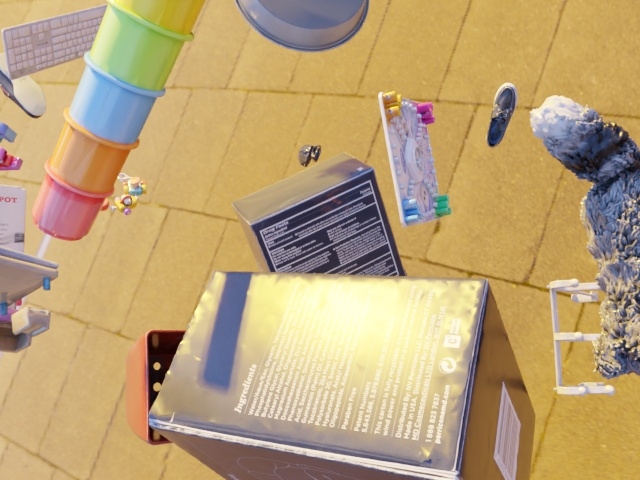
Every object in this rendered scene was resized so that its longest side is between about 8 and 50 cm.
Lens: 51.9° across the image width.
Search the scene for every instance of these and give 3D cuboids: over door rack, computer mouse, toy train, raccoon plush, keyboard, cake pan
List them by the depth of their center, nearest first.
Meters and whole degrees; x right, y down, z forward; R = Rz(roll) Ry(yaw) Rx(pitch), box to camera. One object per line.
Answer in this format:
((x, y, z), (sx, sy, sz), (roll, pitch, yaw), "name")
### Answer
((-0.382, -0.313, 1.010), (0.014, 0.256, 0.072), (23, 125, 14), "keyboard")
((0.447, 0.025, 1.049), (0.446, 0.216, 0.299), (33, 77, 2), "raccoon plush")
((-0.033, -0.522, 1.322), (0.054, 0.293, 0.293), (136, 143, -70), "cake pan")
((0.587, 0.215, 1.442), (0.108, 0.324, 0.239), (-6, 78, 31), "over door rack")
((-0.529, -0.128, 1.714), (0.125, 0.046, 0.166), (23, 47, 8), "toy train")
((-0.037, -0.262, 1.989), (0.071, 0.041, 0.242), (-66, 12, 0), "computer mouse")

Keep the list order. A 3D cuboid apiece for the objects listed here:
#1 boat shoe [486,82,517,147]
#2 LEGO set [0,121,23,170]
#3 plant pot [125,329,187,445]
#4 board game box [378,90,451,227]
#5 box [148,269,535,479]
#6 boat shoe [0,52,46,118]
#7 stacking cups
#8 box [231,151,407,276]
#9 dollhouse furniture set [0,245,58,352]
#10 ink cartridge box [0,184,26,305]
((0.391, -0.267, 1.420), (0.049, 0.040, 0.142), (15, 118, 12), "boat shoe")
((-0.623, -0.180, 1.130), (0.227, 0.093, 0.087), (1, 63, 19), "LEGO set")
((-0.373, 0.375, 1.705), (0.236, 0.267, 0.267), (-18, 71, 50), "plant pot")
((0.302, -0.249, 2.021), (0.050, 0.390, 0.390), (-10, 91, 27), "board game box")
((0.073, 0.298, 1.091), (0.472, 0.480, 0.297), (-1, 53, 27), "box")
((-0.515, -0.258, 1.126), (0.133, 0.049, 0.042), (51, 132, 9), "boat shoe")
((-0.205, -0.138, 0.657), (0.096, 0.096, 0.316), (43, 112, 36), "stacking cups")
((0.000, 0.000, 1.486), (0.296, 0.294, 0.183), (-25, 28, -12), "box")
((-0.501, 0.014, 0.982), (0.303, 0.286, 0.198), (-26, 61, 29), "dollhouse furniture set")
((-0.674, 0.009, 1.264), (0.100, 0.172, 0.237), (2, 90, 39), "ink cartridge box")
